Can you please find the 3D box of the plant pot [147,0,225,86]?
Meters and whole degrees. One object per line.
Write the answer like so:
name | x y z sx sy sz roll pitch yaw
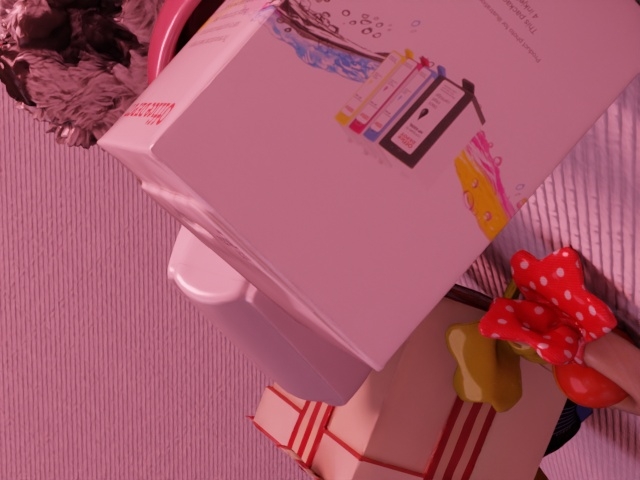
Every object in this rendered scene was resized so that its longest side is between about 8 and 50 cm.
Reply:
plant pot | -0.024 -0.128 1.097 0.201 0.201 0.180 45 -173 -25

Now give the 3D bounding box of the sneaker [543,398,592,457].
sneaker | 0.259 0.193 1.897 0.081 0.090 0.232 37 172 32

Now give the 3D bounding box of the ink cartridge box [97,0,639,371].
ink cartridge box | 0.026 -0.079 0.868 0.168 0.233 0.171 43 173 -15

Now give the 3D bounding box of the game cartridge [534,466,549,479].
game cartridge | 0.219 0.259 1.969 0.285 0.052 0.324 49 -174 -44

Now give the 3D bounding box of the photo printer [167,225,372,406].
photo printer | 0.000 0.000 1.457 0.107 0.256 0.307 15 161 26

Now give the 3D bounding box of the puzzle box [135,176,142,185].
puzzle box | -0.216 -0.164 2.101 0.272 0.052 0.409 37 160 40

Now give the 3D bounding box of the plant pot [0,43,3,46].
plant pot | -0.344 -0.283 1.860 0.174 0.191 0.191 31 169 26

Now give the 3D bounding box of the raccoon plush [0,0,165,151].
raccoon plush | -0.193 -0.187 1.622 0.446 0.216 0.299 45 180 -30

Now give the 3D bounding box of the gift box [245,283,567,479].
gift box | 0.077 0.163 1.703 0.276 0.258 0.255 19 -176 -25

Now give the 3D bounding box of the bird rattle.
bird rattle | 0.231 0.089 1.465 0.207 0.143 0.253 31 161 -7
